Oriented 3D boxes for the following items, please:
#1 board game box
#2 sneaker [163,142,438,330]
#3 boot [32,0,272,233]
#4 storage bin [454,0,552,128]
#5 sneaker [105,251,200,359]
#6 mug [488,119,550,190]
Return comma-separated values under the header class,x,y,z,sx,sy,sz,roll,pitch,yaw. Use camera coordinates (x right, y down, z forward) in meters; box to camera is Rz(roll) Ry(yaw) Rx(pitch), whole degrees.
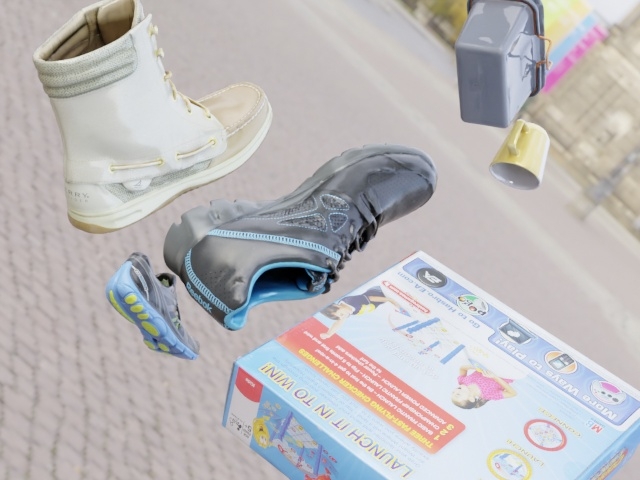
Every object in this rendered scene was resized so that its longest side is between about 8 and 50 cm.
class,x,y,z,sx,sy,sz,roll,pitch,yaw
board game box,0.118,0.169,1.243,0.308,0.086,0.302,34,40,26
sneaker,0.000,0.000,1.442,0.139,0.341,0.125,53,-24,33
boot,-0.128,-0.121,1.020,0.077,0.213,0.165,23,-45,38
storage bin,0.192,-0.188,1.361,0.098,0.091,0.135,12,-42,22
sneaker,-0.184,0.081,1.493,0.067,0.078,0.188,9,-31,29
mug,0.235,-0.102,1.454,0.062,0.064,0.078,26,-20,-4
